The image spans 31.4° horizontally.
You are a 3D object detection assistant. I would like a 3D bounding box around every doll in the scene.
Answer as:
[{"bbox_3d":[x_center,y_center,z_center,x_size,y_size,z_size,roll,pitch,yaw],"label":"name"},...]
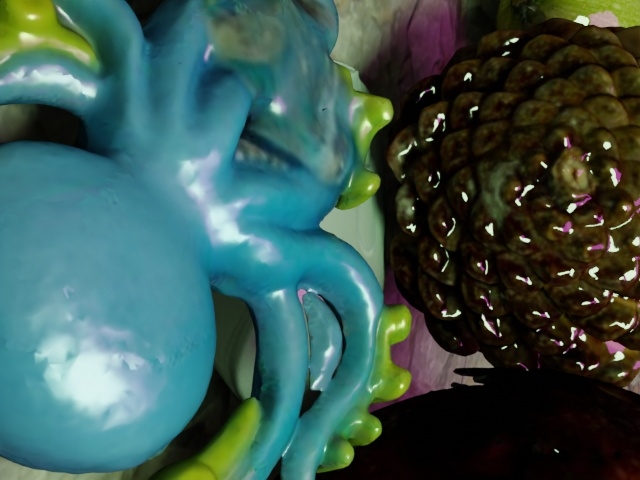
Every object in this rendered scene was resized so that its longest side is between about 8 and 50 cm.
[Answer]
[{"bbox_3d":[-0.088,-0.026,0.523,0.346,0.099,0.341,54,48,-19],"label":"doll"}]

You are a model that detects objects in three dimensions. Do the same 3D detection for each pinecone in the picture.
[{"bbox_3d":[0.164,-0.026,0.776,0.292,0.246,0.246,-18,119,-82],"label":"pinecone"}]

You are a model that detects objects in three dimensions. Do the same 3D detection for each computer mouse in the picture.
[{"bbox_3d":[0.000,0.000,0.707,0.128,0.079,0.231,31,72,-58],"label":"computer mouse"}]

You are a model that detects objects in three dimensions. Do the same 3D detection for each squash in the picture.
[{"bbox_3d":[0.223,-0.161,0.916,0.247,0.132,0.132,-4,105,-54],"label":"squash"}]

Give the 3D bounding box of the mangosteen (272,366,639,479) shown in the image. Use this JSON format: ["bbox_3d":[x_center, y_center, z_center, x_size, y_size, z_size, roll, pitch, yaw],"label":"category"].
[{"bbox_3d":[0.113,0.264,0.650,0.421,0.381,0.381,84,28,-76],"label":"mangosteen"}]
